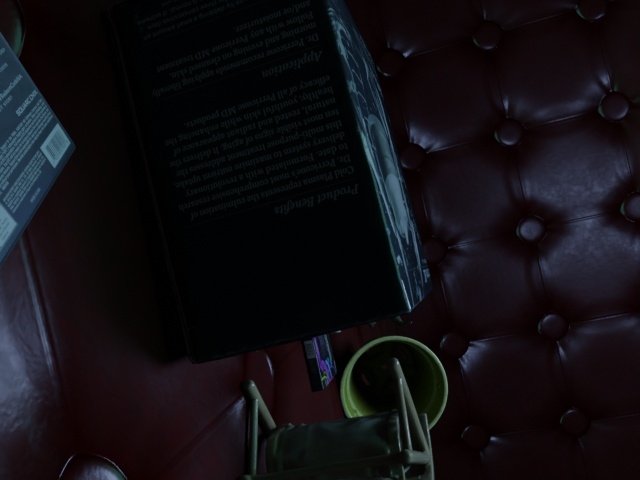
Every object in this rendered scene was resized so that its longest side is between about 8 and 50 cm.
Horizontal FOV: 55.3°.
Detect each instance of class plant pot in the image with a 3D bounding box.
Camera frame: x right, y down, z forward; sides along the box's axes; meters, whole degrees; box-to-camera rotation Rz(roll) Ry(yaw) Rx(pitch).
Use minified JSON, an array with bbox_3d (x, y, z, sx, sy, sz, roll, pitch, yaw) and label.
[{"bbox_3d":[0.186,0.374,1.679,0.254,0.276,0.276,-96,173,-87],"label":"plant pot"}]

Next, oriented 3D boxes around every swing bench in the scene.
[{"bbox_3d":[0.036,0.329,0.973,0.255,0.253,0.165,62,19,-48],"label":"swing bench"}]

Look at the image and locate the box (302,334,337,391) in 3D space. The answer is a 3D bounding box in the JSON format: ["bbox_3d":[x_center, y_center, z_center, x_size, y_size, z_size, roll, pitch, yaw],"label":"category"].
[{"bbox_3d":[0.000,0.269,1.403,0.162,0.029,0.116,-8,85,-79],"label":"box"}]

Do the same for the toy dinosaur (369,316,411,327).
[{"bbox_3d":[0.122,0.143,1.670,0.160,0.313,0.121,-52,128,-24],"label":"toy dinosaur"}]

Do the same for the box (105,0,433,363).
[{"bbox_3d":[-0.033,-0.102,0.952,0.480,0.297,0.472,3,74,-76],"label":"box"}]

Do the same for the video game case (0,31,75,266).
[{"bbox_3d":[-0.299,-0.131,0.464,0.196,0.026,0.274,-88,160,-50],"label":"video game case"}]
